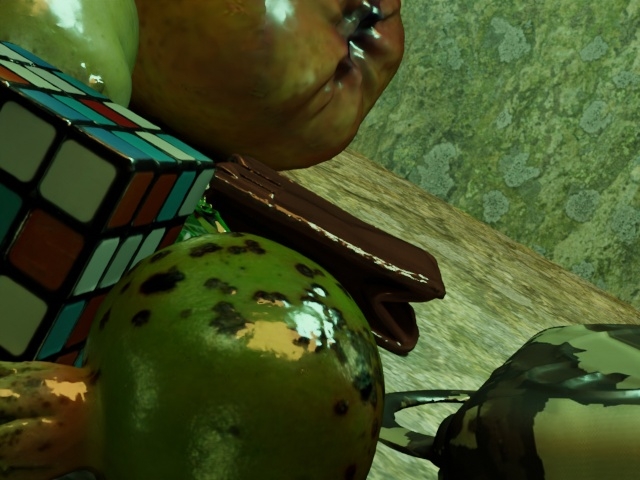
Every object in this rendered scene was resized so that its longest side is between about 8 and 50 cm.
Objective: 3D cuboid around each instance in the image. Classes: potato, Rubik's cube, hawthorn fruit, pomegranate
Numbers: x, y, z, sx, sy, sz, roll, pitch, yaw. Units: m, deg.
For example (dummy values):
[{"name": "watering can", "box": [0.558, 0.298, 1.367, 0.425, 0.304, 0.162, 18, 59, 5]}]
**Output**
[{"name": "potato", "box": [-0.270, -0.168, 0.944, 0.243, 0.221, 0.326, 29, 14, -16]}, {"name": "Rubik's cube", "box": [-0.173, -0.015, 0.645, 0.154, 0.155, 0.151, 32, 10, 8]}, {"name": "hawthorn fruit", "box": [-0.119, -0.319, 1.650, 0.471, 0.472, 0.472, 29, 10, -5]}, {"name": "pomegranate", "box": [-0.064, 0.076, 0.552, 0.205, 0.159, 0.159, -3, 24, -23]}]

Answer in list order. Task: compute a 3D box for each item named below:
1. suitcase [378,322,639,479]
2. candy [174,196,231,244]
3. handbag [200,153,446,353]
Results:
[{"name": "suitcase", "box": [0.187, 0.155, 0.677, 0.339, 0.194, 0.351, 2, 4, 17]}, {"name": "candy", "box": [-0.136, 0.012, 0.862, 0.141, 0.078, 0.203, 24, 15, 40]}, {"name": "handbag", "box": [0.000, 0.001, 1.273, 0.275, 0.084, 0.260, 29, 10, -3]}]
